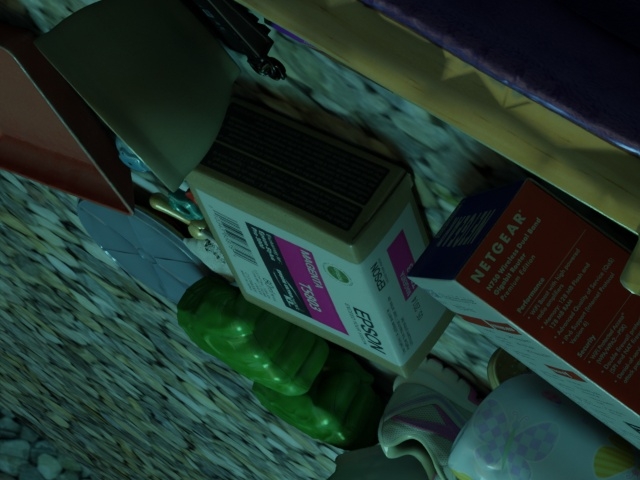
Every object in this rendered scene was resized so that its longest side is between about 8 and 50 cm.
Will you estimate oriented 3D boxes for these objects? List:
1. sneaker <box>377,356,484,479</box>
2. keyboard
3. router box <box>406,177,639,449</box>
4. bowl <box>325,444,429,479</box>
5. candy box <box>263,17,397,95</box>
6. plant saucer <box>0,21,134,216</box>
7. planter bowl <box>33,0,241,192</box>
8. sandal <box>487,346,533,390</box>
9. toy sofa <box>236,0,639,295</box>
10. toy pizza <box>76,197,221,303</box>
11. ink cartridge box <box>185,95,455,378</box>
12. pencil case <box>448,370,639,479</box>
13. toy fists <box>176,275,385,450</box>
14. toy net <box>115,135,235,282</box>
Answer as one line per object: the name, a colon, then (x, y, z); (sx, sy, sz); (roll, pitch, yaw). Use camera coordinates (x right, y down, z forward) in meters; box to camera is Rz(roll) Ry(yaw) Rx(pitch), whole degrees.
sneaker: (0.163, 0.222, 1.692); (0.252, 0.111, 0.103); (29, 159, 18)
keyboard: (-0.065, -0.161, 1.260); (0.108, 0.023, 0.180); (48, 179, -14)
router box: (0.216, 0.083, 1.200); (0.301, 0.082, 0.335); (37, 178, -2)
bowl: (0.094, 0.289, 1.836); (0.297, 0.134, 0.298); (-8, 167, -2)
candy box: (0.047, -0.150, 1.144); (0.186, 0.053, 0.109); (29, 160, 14)
plant saucer: (-0.321, -0.148, 1.744); (0.258, 0.048, 0.259); (19, 154, 39)
planter bowl: (-0.132, -0.133, 1.350); (0.162, 0.109, 0.162); (48, 180, 1)
sandal: (0.249, 0.175, 1.488); (0.240, 0.088, 0.079); (42, 165, -2)
toy sofa: (0.069, -0.147, 0.863); (0.362, 0.150, 0.177); (31, 115, 13)
toy pizza: (-0.182, 0.007, 1.884); (0.201, 0.032, 0.201); (30, 158, 13)
ink cartridge box: (0.000, 0.000, 1.499); (0.193, 0.088, 0.235); (25, 157, 29)
pencil case: (0.228, 0.226, 1.383); (0.273, 0.113, 0.124); (40, 119, 29)
toy fists: (-0.028, 0.135, 1.827); (0.142, 0.096, 0.279); (26, 163, 48)
toy net: (-0.116, -0.036, 1.672); (0.122, 0.045, 0.232); (16, 154, 38)
